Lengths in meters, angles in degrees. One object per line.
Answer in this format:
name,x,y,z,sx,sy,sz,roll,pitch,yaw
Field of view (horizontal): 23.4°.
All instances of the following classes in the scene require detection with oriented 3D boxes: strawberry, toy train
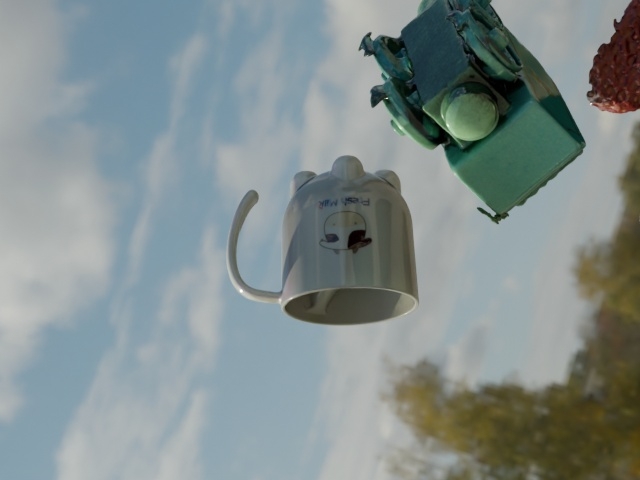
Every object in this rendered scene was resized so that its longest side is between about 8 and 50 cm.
strawberry,0.360,-0.216,1.466,0.175,0.106,0.236,6,-74,-59
toy train,0.127,-0.118,1.246,0.112,0.163,0.203,-40,25,20

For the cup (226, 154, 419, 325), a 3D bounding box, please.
cup,0.009,0.003,1.533,0.134,0.173,0.142,29,-126,-57
